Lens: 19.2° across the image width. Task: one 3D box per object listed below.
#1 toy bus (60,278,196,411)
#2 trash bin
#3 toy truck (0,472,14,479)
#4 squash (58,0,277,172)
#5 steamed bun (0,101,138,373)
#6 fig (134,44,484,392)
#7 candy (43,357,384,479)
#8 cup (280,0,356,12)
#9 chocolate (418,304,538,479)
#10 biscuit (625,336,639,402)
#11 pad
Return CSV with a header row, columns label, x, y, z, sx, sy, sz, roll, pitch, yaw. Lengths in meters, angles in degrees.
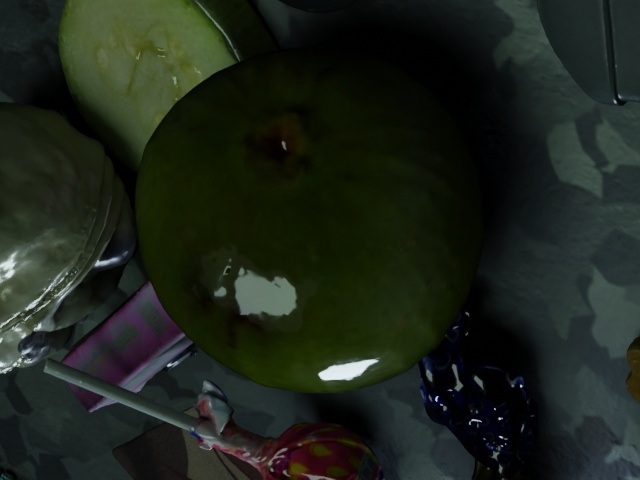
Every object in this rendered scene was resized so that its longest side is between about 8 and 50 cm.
label,x,y,z,sx,sy,sz,roll,pitch,yaw
toy bus,-0.166,0.086,1.946,0.090,0.112,0.274,53,139,3
trash bin,0.277,-0.182,1.379,0.236,0.101,0.177,10,127,30
toy truck,-0.387,0.337,2.357,0.111,0.076,0.077,30,95,15
squash,-0.144,-0.156,1.772,0.252,0.049,0.252,22,135,24
steamed bun,-0.293,0.005,1.865,0.206,0.320,0.275,26,103,-4
fig,0.000,0.000,1.619,0.316,0.316,0.316,21,134,24
candy,-0.109,0.196,1.912,0.365,0.124,0.124,23,138,-6
cup,0.008,-0.293,1.445,0.169,0.176,0.223,-6,119,45
chocolate,0.159,0.206,1.790,0.148,0.126,0.343,-134,33,-57
biscuit,0.364,0.132,1.611,0.225,0.036,0.166,-7,117,45
pad,-0.083,0.337,2.157,0.330,0.004,0.220,51,138,-7
